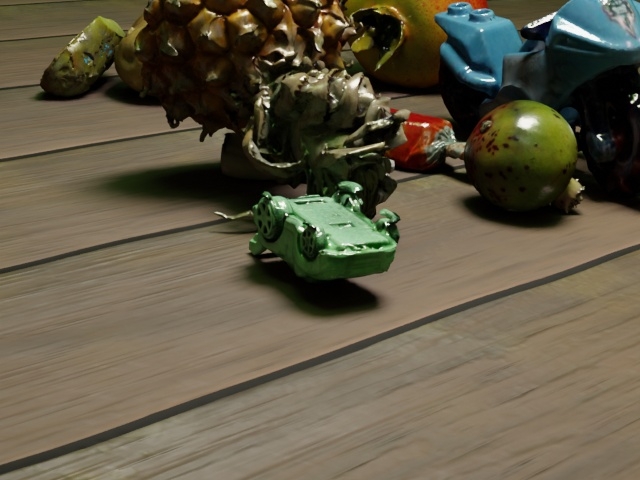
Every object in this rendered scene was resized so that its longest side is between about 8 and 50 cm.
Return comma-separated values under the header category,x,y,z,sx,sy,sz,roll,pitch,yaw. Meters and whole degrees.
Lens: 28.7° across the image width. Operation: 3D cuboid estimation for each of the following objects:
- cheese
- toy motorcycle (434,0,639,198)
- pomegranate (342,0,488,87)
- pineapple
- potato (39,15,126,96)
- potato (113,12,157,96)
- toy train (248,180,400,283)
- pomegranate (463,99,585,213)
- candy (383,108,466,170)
category,x,y,z,sx,sy,sz,roll,pitch,yaw
cheese,-0.014,-0.089,1.377,0.192,0.038,0.097,4,20,1
toy motorcycle,0.267,-0.203,1.470,0.172,0.232,0.416,-17,26,-21
pomegranate,0.126,-0.329,1.827,0.220,0.221,0.256,15,27,28
pineapple,-0.022,-0.138,1.238,0.262,0.263,0.272,-9,48,-33
potato,-0.307,-0.245,1.682,0.054,0.119,0.198,38,18,-4
potato,-0.204,-0.254,1.683,0.137,0.137,0.176,11,42,17
toy train,0.000,0.000,1.081,0.099,0.081,0.149,-7,28,-30
pomegranate,0.211,-0.082,1.309,0.130,0.130,0.130,4,19,-1
candy,0.072,-0.125,1.467,0.292,0.059,0.086,14,20,22
